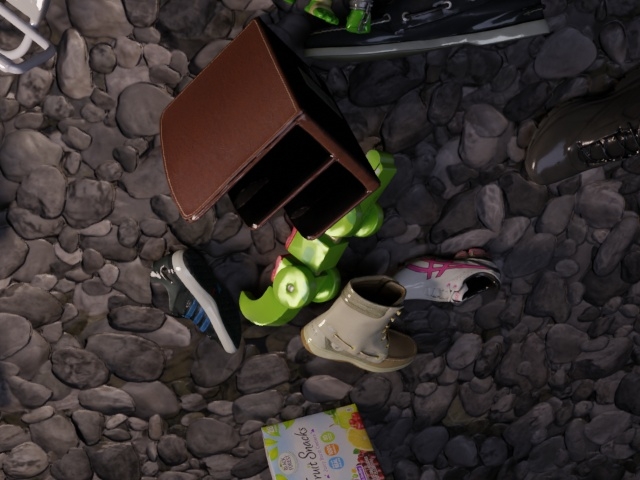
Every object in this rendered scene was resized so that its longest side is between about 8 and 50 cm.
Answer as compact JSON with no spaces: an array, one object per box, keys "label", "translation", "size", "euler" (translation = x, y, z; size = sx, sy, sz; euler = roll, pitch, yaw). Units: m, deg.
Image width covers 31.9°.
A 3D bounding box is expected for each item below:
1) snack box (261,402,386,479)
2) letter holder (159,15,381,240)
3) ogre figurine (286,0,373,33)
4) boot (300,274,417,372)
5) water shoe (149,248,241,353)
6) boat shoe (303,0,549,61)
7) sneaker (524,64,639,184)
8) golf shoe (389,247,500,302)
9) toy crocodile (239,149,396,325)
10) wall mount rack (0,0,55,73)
[{"label":"snack box","translation":[0.006,0.382,1.871],"size":[0.174,0.207,0.070],"euler":[-13,124,-7]},{"label":"letter holder","translation":[-0.083,-0.119,1.470],"size":[0.214,0.302,0.152],"euler":[-41,123,12]},{"label":"ogre figurine","translation":[-0.009,-0.358,1.457],"size":[0.097,0.197,0.118],"euler":[4,112,-61]},{"label":"boot","translation":[0.097,0.131,1.785],"size":[0.213,0.077,0.165],"euler":[14,135,-29]},{"label":"water shoe","translation":[-0.190,0.096,1.731],"size":[0.080,0.073,0.203],"euler":[-15,123,20]},{"label":"boat shoe","translation":[0.140,-0.312,1.529],"size":[0.339,0.127,0.113],"euler":[-7,96,2]},{"label":"sneaker","translation":[0.443,-0.167,1.693],"size":[0.286,0.130,0.109],"euler":[-33,126,8]},{"label":"golf shoe","translation":[0.198,0.065,1.798],"size":[0.186,0.086,0.068],"euler":[-13,126,-5]},{"label":"toy crocodile","translation":[0.000,0.000,1.697],"size":[0.341,0.105,0.115],"euler":[-57,160,20]},{"label":"wall mount rack","translation":[-0.419,-0.369,1.305],"size":[0.304,0.130,0.350],"euler":[36,128,8]}]
